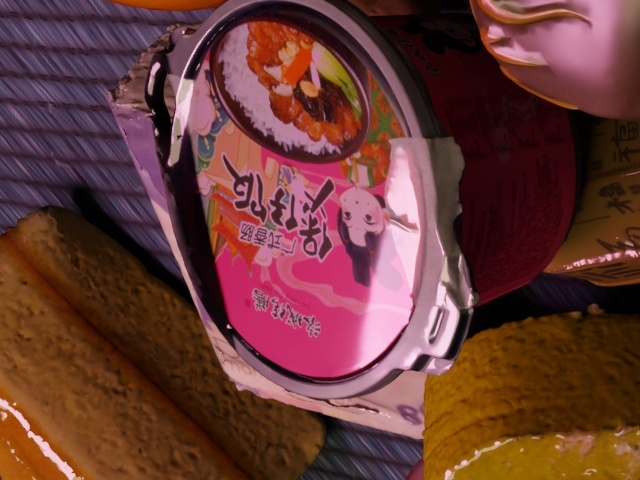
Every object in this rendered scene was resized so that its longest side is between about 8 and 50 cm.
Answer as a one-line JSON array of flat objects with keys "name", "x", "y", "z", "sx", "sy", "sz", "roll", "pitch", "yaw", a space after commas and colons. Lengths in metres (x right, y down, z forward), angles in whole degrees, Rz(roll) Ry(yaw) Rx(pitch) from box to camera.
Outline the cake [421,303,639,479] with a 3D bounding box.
[{"name": "cake", "x": 0.205, "y": 0.157, "z": 1.489, "sx": 0.260, "sy": 0.156, "sz": 0.179, "roll": -9, "pitch": 137, "yaw": 7}]

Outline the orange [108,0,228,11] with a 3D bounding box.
[{"name": "orange", "x": -0.099, "y": -0.297, "z": 1.241, "sx": 0.312, "sy": 0.312, "sz": 0.312, "roll": 23, "pitch": 139, "yaw": 22}]

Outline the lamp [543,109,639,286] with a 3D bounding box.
[{"name": "lamp", "x": 0.215, "y": -0.053, "z": 1.328, "sx": 0.185, "sy": 0.161, "sz": 0.161, "roll": -19, "pitch": 113, "yaw": 47}]

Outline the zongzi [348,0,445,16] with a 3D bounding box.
[{"name": "zongzi", "x": 0.004, "y": -0.169, "z": 1.462, "sx": 0.160, "sy": 0.078, "sz": 0.176, "roll": 36, "pitch": 152, "yaw": 5}]

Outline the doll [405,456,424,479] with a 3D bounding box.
[{"name": "doll", "x": 0.158, "y": 0.288, "z": 1.688, "sx": 0.256, "sy": 0.152, "sz": 0.196, "roll": 60, "pitch": 154, "yaw": 7}]

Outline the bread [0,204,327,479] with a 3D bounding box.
[{"name": "bread", "x": -0.210, "y": 0.161, "z": 1.841, "sx": 0.362, "sy": 0.233, "sz": 0.245, "roll": 45, "pitch": 144, "yaw": 1}]

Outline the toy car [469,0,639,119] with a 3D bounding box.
[{"name": "toy car", "x": 0.244, "y": -0.167, "z": 1.100, "sx": 0.340, "sy": 0.240, "sz": 0.271, "roll": 23, "pitch": 132, "yaw": 18}]

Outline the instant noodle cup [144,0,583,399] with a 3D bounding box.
[{"name": "instant noodle cup", "x": 0.047, "y": -0.042, "z": 1.259, "sx": 0.302, "sy": 0.181, "sz": 0.258, "roll": 51, "pitch": 134, "yaw": 27}]

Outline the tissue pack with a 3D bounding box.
[{"name": "tissue pack", "x": 0.000, "y": 0.000, "z": 1.563, "sx": 0.242, "sy": 0.125, "sz": 0.344, "roll": 12, "pitch": 142, "yaw": 30}]
